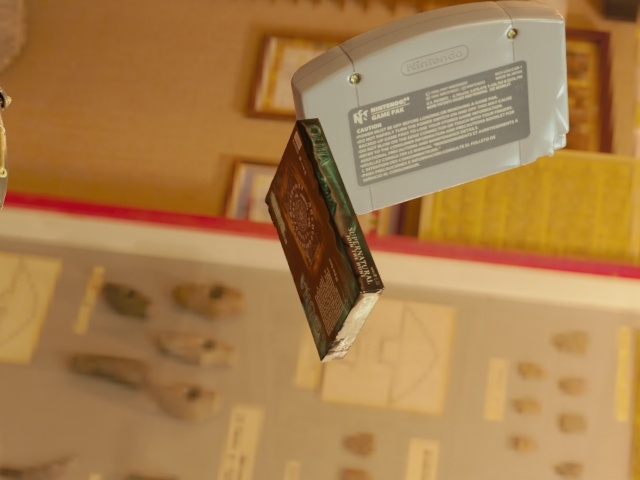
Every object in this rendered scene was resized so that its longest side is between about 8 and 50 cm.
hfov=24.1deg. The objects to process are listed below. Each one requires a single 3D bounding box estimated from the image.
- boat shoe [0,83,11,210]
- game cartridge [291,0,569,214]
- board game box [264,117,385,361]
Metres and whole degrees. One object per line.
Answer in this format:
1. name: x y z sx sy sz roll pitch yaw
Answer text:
1. boat shoe: -0.355 -0.124 1.458 0.117 0.096 0.324 -53 -152 19
2. game cartridge: 0.119 -0.145 1.589 0.062 0.297 0.198 -123 -161 -56
3. board game box: 0.000 0.000 1.366 0.126 0.026 0.186 116 -40 -53
